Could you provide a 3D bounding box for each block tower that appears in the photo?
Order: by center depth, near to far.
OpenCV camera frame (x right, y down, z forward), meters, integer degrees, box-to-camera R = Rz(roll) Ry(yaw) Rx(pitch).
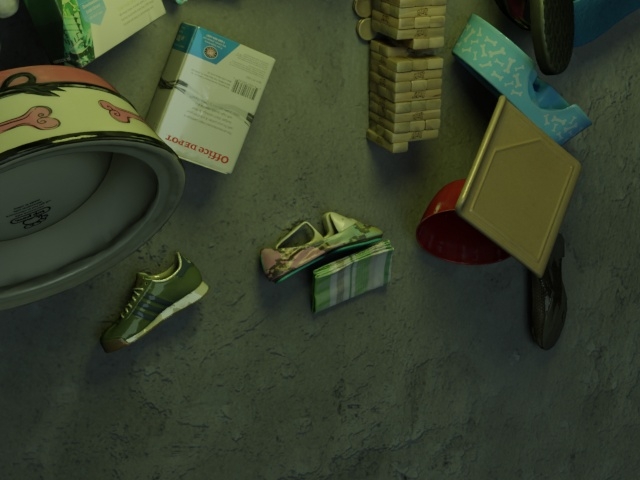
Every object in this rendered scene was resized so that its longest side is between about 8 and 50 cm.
[{"bbox_3d":[0.140,-0.317,1.796,0.097,0.091,0.335,-8,114,-25],"label":"block tower"}]

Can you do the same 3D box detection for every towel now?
[{"bbox_3d":[0.055,0.065,1.898,0.152,0.023,0.113,-23,142,-19],"label":"towel"}]

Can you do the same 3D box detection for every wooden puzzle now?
[{"bbox_3d":[0.324,-0.086,1.833,0.239,0.044,0.221,37,68,-32],"label":"wooden puzzle"}]

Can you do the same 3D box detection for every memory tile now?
[{"bbox_3d":[0.118,-0.396,1.820,0.148,0.012,0.113,-19,113,-20],"label":"memory tile"}]

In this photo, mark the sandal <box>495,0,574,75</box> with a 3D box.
[{"bbox_3d":[0.331,-0.481,1.815,0.167,0.107,0.445,-3,85,-58],"label":"sandal"}]

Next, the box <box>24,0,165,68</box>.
[{"bbox_3d":[-0.332,-0.411,1.472,0.232,0.058,0.322,-54,129,-54],"label":"box"}]

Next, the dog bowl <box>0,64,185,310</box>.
[{"bbox_3d":[-0.393,-0.068,1.472,0.408,0.150,0.408,-25,160,-10],"label":"dog bowl"}]

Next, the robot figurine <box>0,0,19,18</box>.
[{"bbox_3d":[-0.534,-0.308,1.402,0.300,0.200,0.353,-21,114,-7],"label":"robot figurine"}]

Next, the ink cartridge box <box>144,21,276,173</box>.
[{"bbox_3d":[-0.172,-0.214,1.686,0.140,0.082,0.190,19,98,-30],"label":"ink cartridge box"}]

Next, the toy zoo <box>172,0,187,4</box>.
[{"bbox_3d":[-0.166,-0.488,1.634,0.192,0.030,0.293,14,99,-30],"label":"toy zoo"}]

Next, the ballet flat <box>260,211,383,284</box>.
[{"bbox_3d":[0.000,0.000,1.855,0.221,0.077,0.079,-22,89,-20],"label":"ballet flat"}]

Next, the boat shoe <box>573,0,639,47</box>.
[{"bbox_3d":[0.467,-0.406,1.957,0.258,0.089,0.109,-24,128,-25],"label":"boat shoe"}]

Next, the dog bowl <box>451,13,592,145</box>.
[{"bbox_3d":[0.336,-0.263,1.893,0.297,0.166,0.074,37,99,-31],"label":"dog bowl"}]

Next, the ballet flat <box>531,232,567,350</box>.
[{"bbox_3d":[0.423,0.092,2.110,0.084,0.058,0.250,-31,125,-40],"label":"ballet flat"}]

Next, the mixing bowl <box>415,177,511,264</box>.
[{"bbox_3d":[0.260,-0.044,1.929,0.181,0.181,0.098,30,54,-31],"label":"mixing bowl"}]

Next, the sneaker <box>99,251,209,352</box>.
[{"bbox_3d":[-0.274,0.090,1.745,0.192,0.064,0.086,-32,110,-15],"label":"sneaker"}]
